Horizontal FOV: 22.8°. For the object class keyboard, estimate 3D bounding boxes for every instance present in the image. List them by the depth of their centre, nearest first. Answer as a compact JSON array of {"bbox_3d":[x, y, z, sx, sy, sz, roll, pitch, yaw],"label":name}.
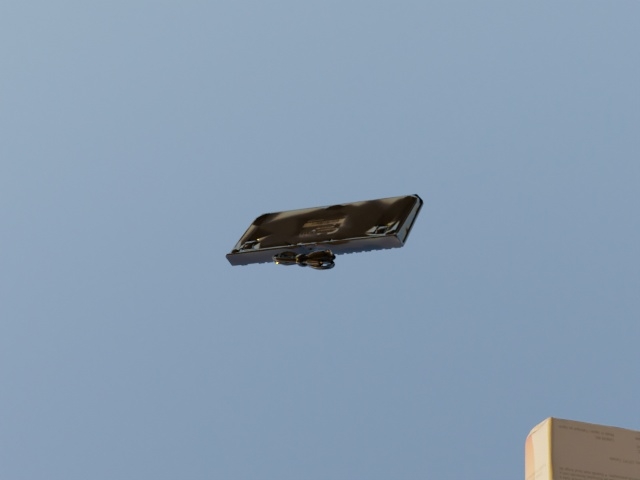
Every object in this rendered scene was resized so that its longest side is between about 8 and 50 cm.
[{"bbox_3d":[0.000,0.000,1.469,0.180,0.023,0.108,-8,-152,28],"label":"keyboard"}]

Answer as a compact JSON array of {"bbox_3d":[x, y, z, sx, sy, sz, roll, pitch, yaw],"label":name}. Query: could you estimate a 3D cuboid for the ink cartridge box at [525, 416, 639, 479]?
[{"bbox_3d":[0.194,0.201,0.928,0.145,0.045,0.179,10,-116,-11],"label":"ink cartridge box"}]
